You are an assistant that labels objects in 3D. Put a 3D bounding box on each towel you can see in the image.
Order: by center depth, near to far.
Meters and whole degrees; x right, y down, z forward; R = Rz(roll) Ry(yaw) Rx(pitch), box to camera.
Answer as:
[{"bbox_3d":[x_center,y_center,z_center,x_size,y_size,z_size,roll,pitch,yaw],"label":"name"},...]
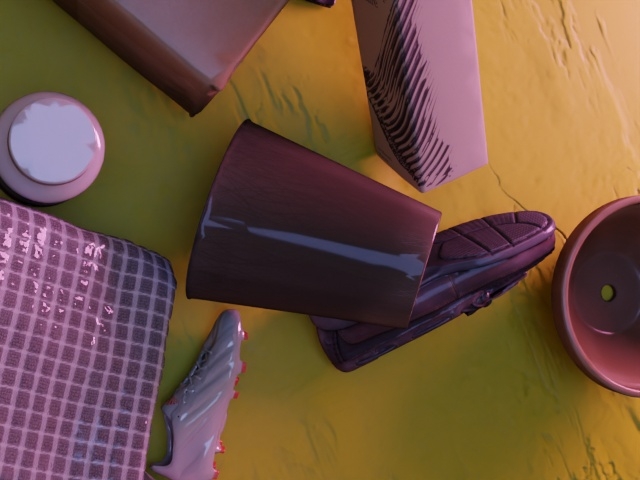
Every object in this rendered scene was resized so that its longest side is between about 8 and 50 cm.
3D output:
[{"bbox_3d":[-0.268,0.119,1.131,0.235,0.121,0.284,22,67,-40],"label":"towel"}]

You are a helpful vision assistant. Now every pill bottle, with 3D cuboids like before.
[{"bbox_3d":[-0.270,-0.089,1.153,0.108,0.193,0.108,0,89,-17],"label":"pill bottle"}]

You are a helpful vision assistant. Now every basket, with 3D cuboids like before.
[{"bbox_3d":[0.000,0.000,1.217,0.226,0.154,0.204,18,70,6],"label":"basket"}]

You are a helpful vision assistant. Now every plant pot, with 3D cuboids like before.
[{"bbox_3d":[0.368,0.065,1.394,0.237,0.109,0.238,0,89,-16],"label":"plant pot"}]

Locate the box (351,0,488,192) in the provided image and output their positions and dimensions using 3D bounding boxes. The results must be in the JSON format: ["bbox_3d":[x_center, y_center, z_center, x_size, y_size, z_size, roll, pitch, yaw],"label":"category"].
[{"bbox_3d":[0.104,-0.198,1.251,0.094,0.113,0.275,-25,127,-16],"label":"box"}]

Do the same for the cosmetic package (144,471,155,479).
[{"bbox_3d":[-0.235,0.434,1.146,0.385,0.217,0.156,-46,108,-15],"label":"cosmetic package"}]

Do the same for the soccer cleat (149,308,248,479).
[{"bbox_3d":[-0.130,0.167,1.264,0.076,0.068,0.196,14,88,-14],"label":"soccer cleat"}]

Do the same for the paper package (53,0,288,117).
[{"bbox_3d":[-0.153,-0.351,1.189,0.325,0.168,0.309,39,79,-13],"label":"paper package"}]

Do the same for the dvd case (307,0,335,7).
[{"bbox_3d":[-0.071,-0.370,1.310,0.221,0.018,0.165,14,86,-17],"label":"dvd case"}]

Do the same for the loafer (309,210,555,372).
[{"bbox_3d":[0.133,0.056,1.338,0.302,0.109,0.095,-21,115,-10],"label":"loafer"}]
